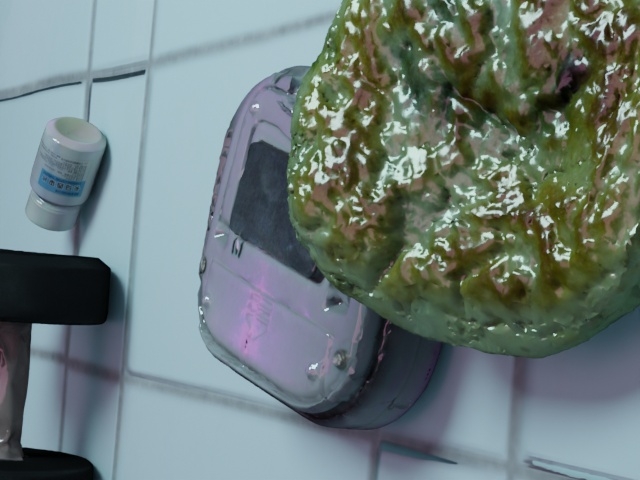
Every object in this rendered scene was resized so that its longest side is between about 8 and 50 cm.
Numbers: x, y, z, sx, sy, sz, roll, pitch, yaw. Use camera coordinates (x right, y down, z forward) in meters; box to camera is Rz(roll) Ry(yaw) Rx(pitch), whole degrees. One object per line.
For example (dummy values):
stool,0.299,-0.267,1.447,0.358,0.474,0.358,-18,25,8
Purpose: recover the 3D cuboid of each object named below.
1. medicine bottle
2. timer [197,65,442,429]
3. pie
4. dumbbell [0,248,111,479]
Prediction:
medicine bottle,-0.214,-0.055,1.259,0.052,0.052,0.089,60,136,46
timer,0.000,0.000,0.863,0.208,0.069,0.191,24,103,58
pie,0.079,-0.055,0.700,0.240,0.054,0.240,-6,82,43
dumbbell,-0.249,0.116,1.194,0.152,0.152,0.218,3,88,60
